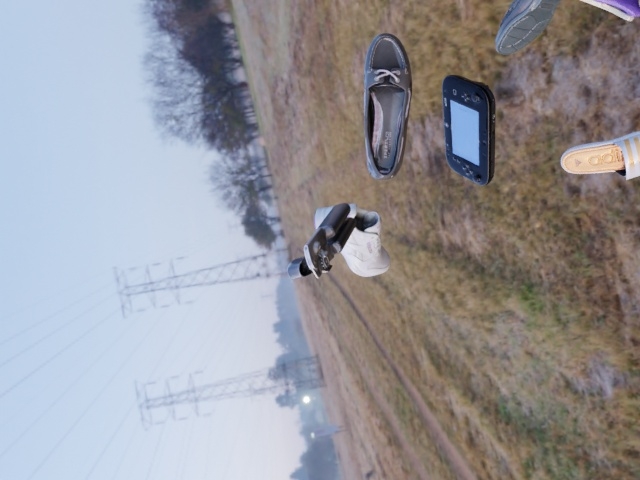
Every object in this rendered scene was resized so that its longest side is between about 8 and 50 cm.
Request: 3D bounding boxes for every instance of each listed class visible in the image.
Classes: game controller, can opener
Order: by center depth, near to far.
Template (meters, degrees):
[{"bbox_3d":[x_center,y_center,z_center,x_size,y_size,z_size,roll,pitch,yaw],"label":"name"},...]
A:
[{"bbox_3d":[0.000,0.000,1.356,0.076,0.095,0.283,67,-157,-16],"label":"can opener"},{"bbox_3d":[0.401,-0.296,1.707,0.166,0.067,0.319,28,146,36],"label":"game controller"}]

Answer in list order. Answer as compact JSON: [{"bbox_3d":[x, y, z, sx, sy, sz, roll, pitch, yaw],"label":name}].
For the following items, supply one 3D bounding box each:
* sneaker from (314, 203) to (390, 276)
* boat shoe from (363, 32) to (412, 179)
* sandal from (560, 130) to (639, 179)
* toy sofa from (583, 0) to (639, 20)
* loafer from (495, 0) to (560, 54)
[{"bbox_3d":[0.118,0.003,1.659,0.305,0.152,0.114,38,-134,-43],"label":"sneaker"},{"bbox_3d":[0.154,-0.302,1.430,0.095,0.112,0.335,-79,-10,-79],"label":"boat shoe"},{"bbox_3d":[0.689,-0.182,1.443,0.102,0.265,0.076,59,-141,-28],"label":"sandal"},{"bbox_3d":[0.693,-0.719,1.609,0.150,0.363,0.177,110,-177,-49],"label":"toy sofa"},{"bbox_3d":[0.504,-0.560,1.483,0.267,0.096,0.084,128,141,-51],"label":"loafer"}]
